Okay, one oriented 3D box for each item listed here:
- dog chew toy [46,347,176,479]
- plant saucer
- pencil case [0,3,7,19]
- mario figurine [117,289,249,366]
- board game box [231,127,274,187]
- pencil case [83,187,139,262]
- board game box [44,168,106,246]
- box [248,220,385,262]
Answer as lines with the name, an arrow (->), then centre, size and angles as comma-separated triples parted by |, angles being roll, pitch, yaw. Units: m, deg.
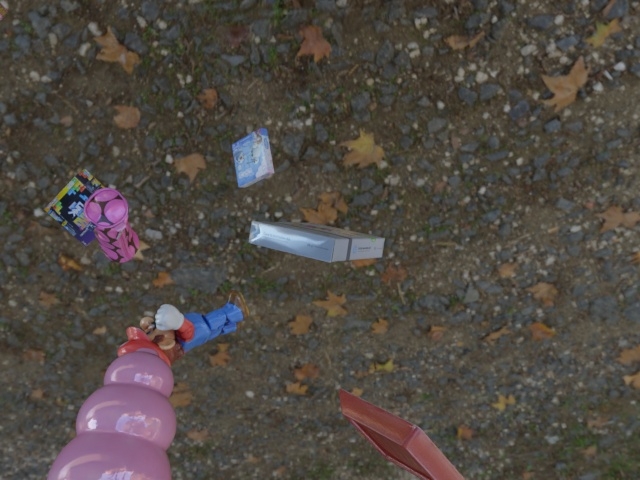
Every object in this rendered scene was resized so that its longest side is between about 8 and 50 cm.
dog chew toy -> -0.359, 0.355, 1.043 | 0.207, 0.331, 0.206 | 3, 144, 2
plant saucer -> 0.173, 0.455, 1.272 | 0.259, 0.047, 0.258 | 10, 144, 53
pencil case -> -0.748, -0.502, 0.986 | 0.160, 0.167, 0.386 | 19, 154, 43
mario figurine -> -0.342, 0.202, 1.385 | 0.321, 0.170, 0.198 | -22, 124, -39
board game box -> -0.131, -0.158, 1.099 | 0.090, 0.090, 0.020 | -20, 167, 41
pencil case -> -0.427, -0.021, 1.185 | 0.098, 0.095, 0.209 | 41, 159, 7
board game box -> -0.597, -0.079, 1.448 | 0.170, 0.048, 0.141 | -33, 108, 34
box -> 0.000, 0.000, 0.904 | 0.145, 0.038, 0.186 | 13, -174, 28
